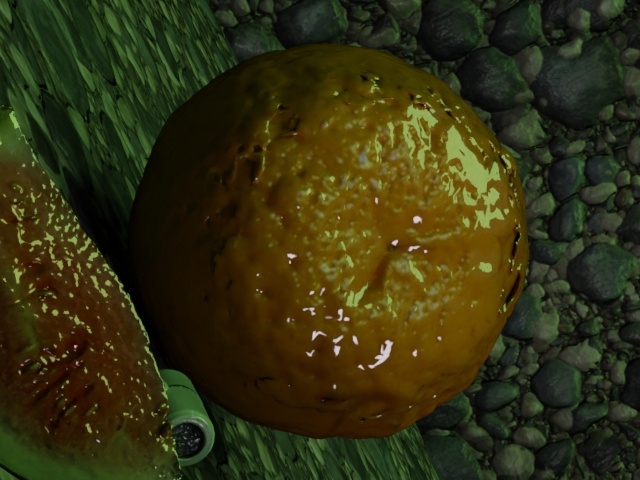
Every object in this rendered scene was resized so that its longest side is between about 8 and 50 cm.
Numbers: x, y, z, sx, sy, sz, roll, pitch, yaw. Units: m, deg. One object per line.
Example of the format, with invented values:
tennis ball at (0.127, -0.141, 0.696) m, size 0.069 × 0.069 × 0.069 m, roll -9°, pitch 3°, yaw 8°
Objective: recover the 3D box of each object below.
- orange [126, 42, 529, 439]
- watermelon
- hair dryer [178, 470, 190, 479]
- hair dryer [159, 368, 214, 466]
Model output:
orange at (0.000, 0.000, 1.702) m, size 0.341 × 0.340 × 0.293 m, roll 64°, pitch -18°, yaw -12°
watermelon at (-0.162, 0.050, 1.106) m, size 0.063 × 0.119 × 0.245 m, roll 127°, pitch -62°, yaw -84°
hair dryer at (-0.061, 0.249, 1.516) m, size 0.219 × 0.075 × 0.195 m, roll 57°, pitch -3°, yaw -4°
hair dryer at (-0.133, 0.100, 1.478) m, size 0.137 × 0.047 × 0.082 m, roll 53°, pitch 0°, yaw -24°
